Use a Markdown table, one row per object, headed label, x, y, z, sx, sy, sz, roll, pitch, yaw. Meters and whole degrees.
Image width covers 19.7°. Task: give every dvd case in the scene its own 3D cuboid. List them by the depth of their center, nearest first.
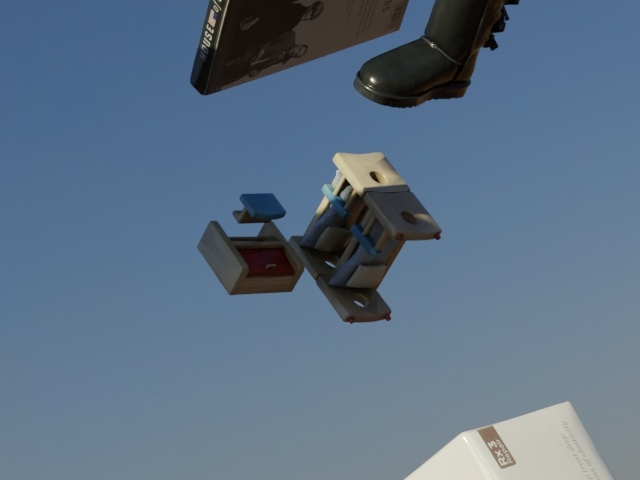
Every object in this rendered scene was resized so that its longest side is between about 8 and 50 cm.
| label | x | y | z | sx | sy | sz | roll | pitch | yaw |
| --- | --- | --- | --- | --- | --- | --- | --- | --- | --- |
| dvd case | -0.001 | -0.233 | 1.666 | 0.239 | 0.029 | 0.179 | -23 | -33 | -35 |

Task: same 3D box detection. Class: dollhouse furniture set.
| label | x | y | z | sx | sy | sz | roll | pitch | yaw |
| --- | --- | --- | --- | --- | --- | --- | --- | --- | --- |
| dollhouse furniture set | 0.000 | 0.000 | 1.890 | 0.184 | 0.129 | 0.129 | -2 | -47 | -40 |

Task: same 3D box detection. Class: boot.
| label | x | y | z | sx | sy | sz | roll | pitch | yaw |
| --- | --- | --- | --- | --- | --- | --- | --- | --- | --- |
| boot | 0.083 | -0.147 | 1.304 | 0.121 | 0.045 | 0.099 | -11 | -46 | -45 |

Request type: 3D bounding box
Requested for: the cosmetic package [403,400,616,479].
| label | x | y | z | sx | sy | sz | roll | pitch | yaw |
| --- | --- | --- | --- | --- | --- | --- | --- | --- | --- |
| cosmetic package | 0.108 | 0.331 | 1.614 | 0.156 | 0.217 | 0.385 | -9 | -26 | -47 |
